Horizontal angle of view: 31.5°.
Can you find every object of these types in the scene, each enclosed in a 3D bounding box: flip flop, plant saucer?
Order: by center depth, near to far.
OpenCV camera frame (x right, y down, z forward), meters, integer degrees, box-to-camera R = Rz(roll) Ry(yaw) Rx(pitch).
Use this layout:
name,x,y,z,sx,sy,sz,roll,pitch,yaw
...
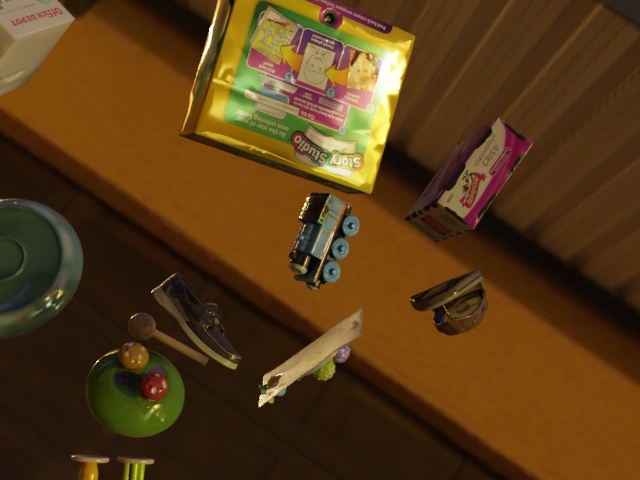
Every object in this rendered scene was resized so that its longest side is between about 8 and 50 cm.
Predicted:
name,x,y,z,sx,sy,sz,roll,pitch,yaw
flip flop,0.212,0.109,1.755,0.277,0.112,0.080,42,27,-72
plant saucer,-0.640,0.045,2.286,0.318,0.317,0.043,30,-25,13

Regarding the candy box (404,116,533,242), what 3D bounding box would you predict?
name,x,y,z,sx,sy,sz,roll,pitch,yaw
candy box,0.219,-0.087,1.721,0.071,0.159,0.233,36,-9,-2

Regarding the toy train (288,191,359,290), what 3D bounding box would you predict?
name,x,y,z,sx,sy,sz,roll,pitch,yaw
toy train,0.000,0.000,2.158,0.105,0.184,0.080,31,-14,-34

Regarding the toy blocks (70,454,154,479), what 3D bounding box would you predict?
name,x,y,z,sx,sy,sz,roll,pitch,yaw
toy blocks,-0.293,0.373,1.567,0.123,0.148,0.054,10,-8,-34

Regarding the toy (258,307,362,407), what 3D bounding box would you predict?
name,x,y,z,sx,sy,sz,roll,pitch,yaw
toy,-0.006,0.230,2.104,0.056,0.237,0.137,54,13,-14

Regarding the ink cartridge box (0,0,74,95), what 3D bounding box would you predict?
name,x,y,z,sx,sy,sz,roll,pitch,yaw
ink cartridge box,-0.638,-0.416,2.072,0.270,0.198,0.197,46,-61,-1

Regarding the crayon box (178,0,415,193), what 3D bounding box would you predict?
name,x,y,z,sx,sy,sz,roll,pitch,yaw
crayon box,-0.038,-0.283,2.062,0.363,0.313,0.106,18,-3,-25

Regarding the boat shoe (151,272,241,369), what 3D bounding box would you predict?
name,x,y,z,sx,sy,sz,roll,pitch,yaw
boat shoe,-0.215,0.140,2.043,0.223,0.073,0.080,41,3,27

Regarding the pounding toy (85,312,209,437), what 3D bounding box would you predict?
name,x,y,z,sx,sy,sz,roll,pitch,yaw
pounding toy,-0.314,0.233,2.062,0.183,0.237,0.110,29,-42,1
